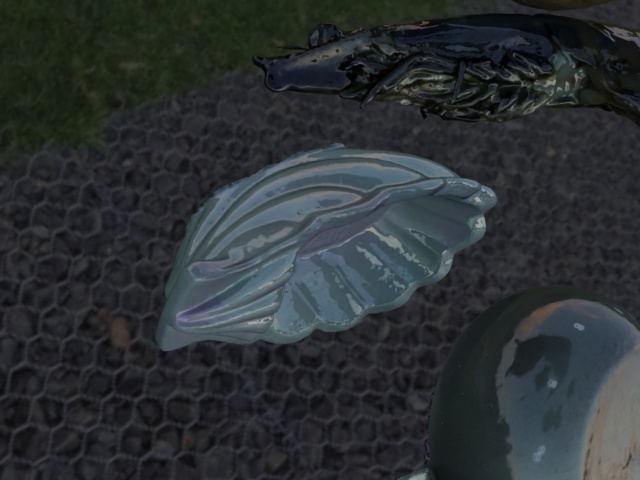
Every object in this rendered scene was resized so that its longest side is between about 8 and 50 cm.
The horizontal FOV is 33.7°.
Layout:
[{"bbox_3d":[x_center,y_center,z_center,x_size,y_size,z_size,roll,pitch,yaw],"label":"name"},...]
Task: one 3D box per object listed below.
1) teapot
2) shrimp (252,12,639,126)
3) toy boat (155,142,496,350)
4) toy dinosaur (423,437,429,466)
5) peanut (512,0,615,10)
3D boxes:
[{"bbox_3d":[0.148,0.126,0.712,0.294,0.129,0.193,-31,116,-40],"label":"teapot"},{"bbox_3d":[0.103,-0.056,0.514,0.262,0.051,0.198,1,36,-12],"label":"shrimp"},{"bbox_3d":[0.000,0.000,0.830,0.290,0.199,0.100,-17,60,-34],"label":"toy boat"},{"bbox_3d":[0.172,0.153,0.856,0.286,0.070,0.139,-45,100,-5],"label":"toy dinosaur"},{"bbox_3d":[0.160,-0.174,0.566,0.085,0.228,0.104,-65,151,-45],"label":"peanut"}]
